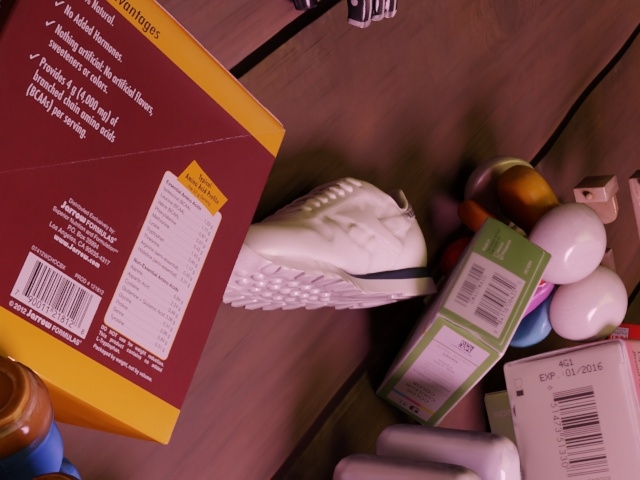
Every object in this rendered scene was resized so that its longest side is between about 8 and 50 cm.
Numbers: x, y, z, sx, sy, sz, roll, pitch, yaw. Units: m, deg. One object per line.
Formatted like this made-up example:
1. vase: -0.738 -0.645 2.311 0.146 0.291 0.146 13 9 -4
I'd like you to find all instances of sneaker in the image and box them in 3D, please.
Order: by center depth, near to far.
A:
1. sneaker: 0.000 0.000 0.829 0.235 0.090 0.095 6 75 -57

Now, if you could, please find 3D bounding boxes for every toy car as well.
1. toy car: 0.180 0.024 1.025 0.136 0.159 0.182 -33 125 -7

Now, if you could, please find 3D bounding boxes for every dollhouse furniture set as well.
1. dollhouse furniture set: 0.284 0.017 1.135 0.123 0.151 0.144 -38 119 -45

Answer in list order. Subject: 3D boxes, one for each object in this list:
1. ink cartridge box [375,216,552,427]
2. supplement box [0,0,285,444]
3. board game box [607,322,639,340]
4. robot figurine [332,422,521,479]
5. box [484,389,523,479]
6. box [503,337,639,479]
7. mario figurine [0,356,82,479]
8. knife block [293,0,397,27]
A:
1. ink cartridge box: 0.107 0.084 0.941 0.109 0.062 0.209 -56 176 -34
2. supplement box: -0.148 -0.026 0.580 0.191 0.129 0.194 41 60 -45
3. board game box: 0.404 0.198 1.307 0.045 0.147 0.193 12 82 -53
4. robot figurine: 0.091 0.324 0.858 0.300 0.200 0.353 -16 105 -55
5. box: 0.277 0.300 1.151 0.232 0.058 0.322 0 74 -53
6. box: 0.295 0.178 1.073 0.232 0.127 0.148 8 69 -51
7. mario figurine: -0.144 0.201 0.568 0.320 0.170 0.198 79 14 -54
8. knife block: -0.003 -0.297 0.788 0.276 0.088 0.242 36 63 -48
